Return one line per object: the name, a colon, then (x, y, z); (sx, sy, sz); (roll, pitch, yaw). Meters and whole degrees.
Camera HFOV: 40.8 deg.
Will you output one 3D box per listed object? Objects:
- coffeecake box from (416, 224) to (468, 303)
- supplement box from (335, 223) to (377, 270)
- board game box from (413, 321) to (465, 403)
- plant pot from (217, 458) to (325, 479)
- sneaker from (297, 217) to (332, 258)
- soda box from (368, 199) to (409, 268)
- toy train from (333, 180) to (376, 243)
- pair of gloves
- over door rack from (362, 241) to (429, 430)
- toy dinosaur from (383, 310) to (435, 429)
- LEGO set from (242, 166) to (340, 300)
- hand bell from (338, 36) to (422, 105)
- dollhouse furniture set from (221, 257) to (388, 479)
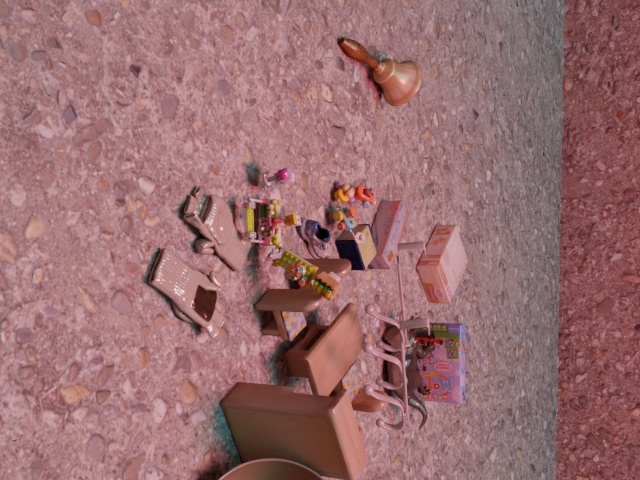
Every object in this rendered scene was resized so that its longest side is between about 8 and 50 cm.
coffeecake box: (0.354, 0.068, 2.485); (0.185, 0.068, 0.142); (-58, 137, -41)
supplement box: (0.087, 0.016, 2.060); (0.083, 0.056, 0.083); (-50, 131, -46)
board game box: (0.313, 0.329, 2.328); (0.039, 0.160, 0.212); (-1, 90, -58)
plant pot: (-0.099, 0.576, 1.596); (0.191, 0.284, 0.284); (107, 8, -53)
sneaker: (0.000, 0.000, 1.917); (0.135, 0.058, 0.052); (50, 49, -47)
soda box: (0.166, -0.016, 2.183); (0.058, 0.063, 0.183); (56, 44, -42)
toy train: (0.089, -0.081, 2.018); (0.125, 0.046, 0.166); (30, 49, -27)
pair of gloves: (-0.209, 0.036, 1.593); (0.204, 0.042, 0.240); (57, 43, -42)
over door rack: (0.143, 0.190, 1.728); (0.240, 0.108, 0.324); (-86, -178, -48)
toy dinosaur: (0.222, 0.335, 2.255); (0.160, 0.121, 0.314); (5, 90, -46)
LEGO set: (-0.075, 0.001, 1.693); (0.287, 0.132, 0.107); (67, 19, 12)
hand bell: (0.129, -0.436, 2.119); (0.242, 0.126, 0.126); (23, 70, -43)
dollhouse furniture set: (0.022, 0.283, 1.763); (0.394, 0.256, 0.362); (-45, 127, -49)
